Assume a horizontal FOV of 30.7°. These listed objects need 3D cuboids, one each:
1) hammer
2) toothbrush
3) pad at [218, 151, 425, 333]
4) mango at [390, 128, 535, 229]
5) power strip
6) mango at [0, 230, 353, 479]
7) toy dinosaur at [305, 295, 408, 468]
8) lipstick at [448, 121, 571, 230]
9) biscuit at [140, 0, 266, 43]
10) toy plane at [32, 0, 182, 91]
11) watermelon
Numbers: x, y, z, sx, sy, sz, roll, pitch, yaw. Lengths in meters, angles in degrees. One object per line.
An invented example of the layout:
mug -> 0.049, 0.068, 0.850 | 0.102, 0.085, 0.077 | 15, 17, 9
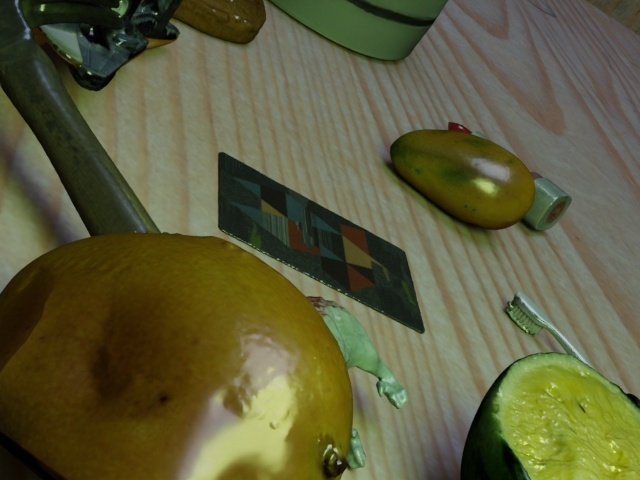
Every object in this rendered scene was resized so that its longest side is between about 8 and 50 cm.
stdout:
hammer -> -0.137, -0.009, 0.775 | 0.168, 0.044, 0.440 | -28, 67, -14
toothbrush -> 0.286, 0.159, 1.130 | 0.288, 0.024, 0.021 | 46, 28, 16
pad -> 0.000, 0.000, 1.048 | 0.211, 0.003, 0.143 | 28, 26, -20
mango -> 0.160, -0.074, 1.294 | 0.163, 0.089, 0.111 | 34, 24, 14
power strip -> 0.025, -0.407, 1.621 | 0.357, 0.161, 0.357 | 29, 26, -16
mango -> -0.084, 0.076, 0.630 | 0.236, 0.166, 0.136 | 28, -27, 31
toy dinosaur -> 0.003, 0.068, 0.814 | 0.167, 0.053, 0.242 | 60, 13, -6
lipstick -> 0.219, -0.087, 1.444 | 0.186, 0.057, 0.063 | 43, 24, 26
biscuit -> -0.179, -0.331, 1.353 | 0.257, 0.049, 0.273 | 11, 33, -43
toy plane -> -0.191, -0.204, 1.033 | 0.204, 0.103, 0.316 | 42, 25, 12
watermelon -> 0.178, 0.185, 0.801 | 0.204, 0.127, 0.232 | 34, 26, -6
